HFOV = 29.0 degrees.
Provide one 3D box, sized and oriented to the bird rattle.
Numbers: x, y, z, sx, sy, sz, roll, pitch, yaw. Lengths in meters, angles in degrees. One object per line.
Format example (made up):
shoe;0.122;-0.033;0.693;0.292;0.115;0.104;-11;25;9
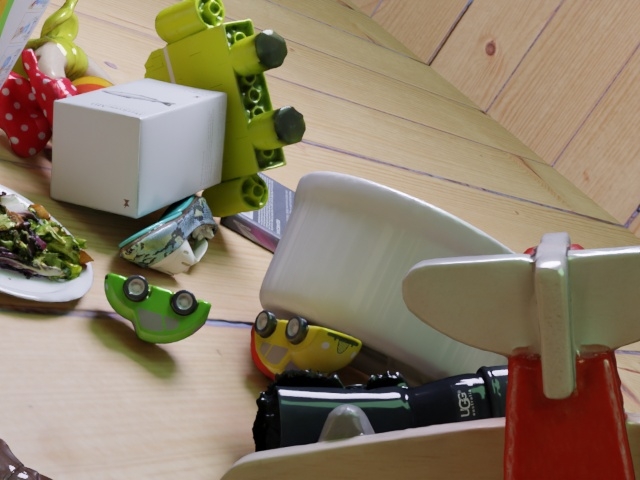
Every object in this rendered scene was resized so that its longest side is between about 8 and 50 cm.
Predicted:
bird rattle;-0.268;-0.162;1.370;0.207;0.143;0.253;42;13;-36

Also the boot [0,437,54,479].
boot;-0.186;0.173;0.780;0.114;0.037;0.106;37;20;-5

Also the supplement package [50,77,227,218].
supplement package;-0.185;-0.100;1.286;0.105;0.105;0.179;13;19;20

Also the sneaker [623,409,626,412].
sneaker;0.188;0.162;1.336;0.146;0.122;0.330;6;20;-35

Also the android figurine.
android figurine;-0.125;-0.150;1.406;0.056;0.248;0.272;-18;8;-39

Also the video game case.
video game case;0.000;0.000;1.567;0.274;0.026;0.196;31;18;-13

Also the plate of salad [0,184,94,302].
plate of salad;-0.282;-0.016;1.076;0.199;0.048;0.200;31;19;-11

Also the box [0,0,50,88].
box;-0.355;-0.204;1.183;0.114;0.203;0.103;39;19;9

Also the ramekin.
ramekin;0.074;0.058;1.210;0.277;0.135;0.277;26;-12;6

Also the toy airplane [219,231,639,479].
toy airplane;0.169;0.181;0.838;0.386;0.384;0.272;42;1;19

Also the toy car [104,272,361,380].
toy car;-0.087;0.083;1.096;0.225;0.053;0.239;17;-9;-5

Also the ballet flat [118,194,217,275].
ballet flat;-0.146;0.000;1.260;0.070;0.070;0.188;35;22;2

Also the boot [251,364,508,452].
boot;0.047;0.164;1.036;0.207;0.094;0.246;-3;-20;-3
